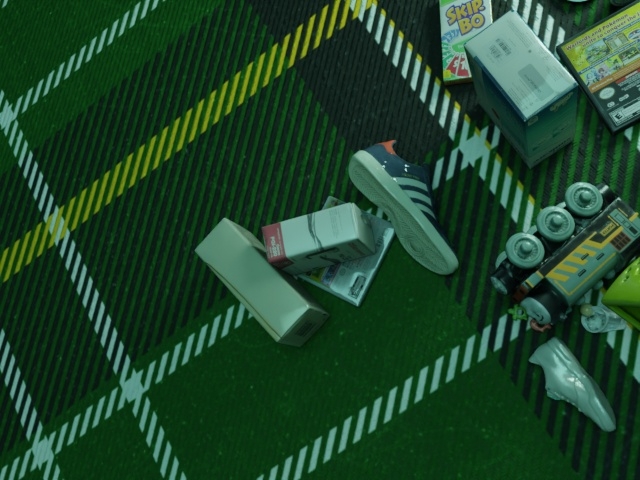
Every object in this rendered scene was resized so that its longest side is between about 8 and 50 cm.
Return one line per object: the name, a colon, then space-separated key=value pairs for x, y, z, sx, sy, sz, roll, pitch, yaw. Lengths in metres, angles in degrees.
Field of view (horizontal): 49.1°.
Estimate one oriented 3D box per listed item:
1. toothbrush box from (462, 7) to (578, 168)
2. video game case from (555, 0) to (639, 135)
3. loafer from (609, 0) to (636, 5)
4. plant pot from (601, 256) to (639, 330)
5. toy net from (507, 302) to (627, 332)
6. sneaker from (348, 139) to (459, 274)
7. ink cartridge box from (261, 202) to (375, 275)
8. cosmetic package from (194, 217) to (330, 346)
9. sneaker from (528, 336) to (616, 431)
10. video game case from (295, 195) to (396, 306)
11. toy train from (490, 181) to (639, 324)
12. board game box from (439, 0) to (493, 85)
toothbrush box: x=0.427 y=-0.309 z=1.483 sx=0.126 sy=0.295 sz=0.216 roll=-35 pitch=70 yaw=9
video game case: x=0.709 y=-0.401 z=1.551 sx=0.275 sy=0.035 sz=0.248 roll=-29 pitch=70 yaw=11
loafer: x=0.748 y=-0.621 z=1.573 sx=0.268 sy=0.096 sz=0.084 roll=-30 pitch=50 yaw=3
plant pot: x=0.711 y=0.095 z=1.301 sx=0.228 sy=0.227 sz=0.207 roll=35 pitch=83 yaw=-5
toy net: x=0.521 y=0.148 z=1.474 sx=0.232 sy=0.045 sz=0.122 roll=21 pitch=83 yaw=21
sneaker: x=0.223 y=-0.088 z=1.598 sx=0.148 sy=0.131 sz=0.350 roll=-33 pitch=81 yaw=-25
ink cartridge box: x=0.000 y=0.000 z=1.597 sx=0.218 sy=0.158 sz=0.092 roll=-17 pitch=72 yaw=15
cosmetic package: x=-0.135 y=0.100 z=1.645 sx=0.113 sy=0.160 sz=0.309 roll=-48 pitch=67 yaw=3
sneaker: x=0.512 y=0.307 z=1.433 sx=0.094 sy=0.080 sz=0.212 roll=-41 pitch=61 yaw=18
video game case: x=0.057 y=0.024 z=1.672 sx=0.193 sy=0.023 sz=0.212 roll=25 pitch=87 yaw=22
toy train: x=0.509 y=0.024 z=1.432 sx=0.334 sy=0.142 sz=0.190 roll=-38 pitch=72 yaw=-14
board game box: x=0.355 y=-0.507 z=1.697 sx=0.124 sy=0.039 sz=0.259 roll=-5 pitch=73 yaw=17
